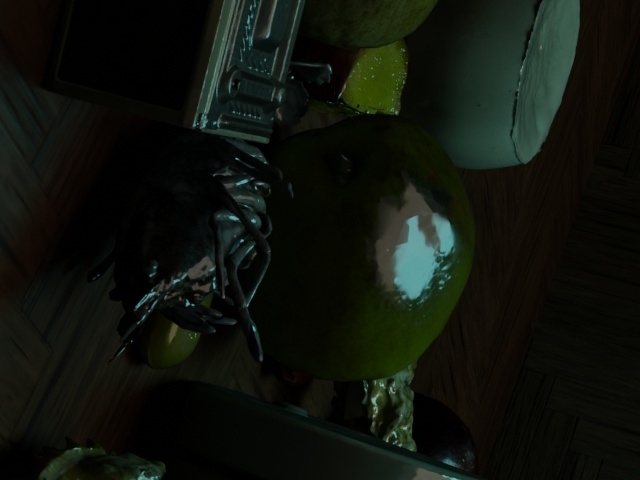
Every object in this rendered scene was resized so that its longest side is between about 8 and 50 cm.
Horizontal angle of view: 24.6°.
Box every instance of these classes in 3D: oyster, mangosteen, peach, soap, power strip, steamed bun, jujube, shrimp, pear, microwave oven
[{"bbox_3d":[0.087,0.109,1.874,0.238,0.114,0.351,121,-28,-69],"label":"oyster"},{"bbox_3d":[0.089,0.318,2.080,0.261,0.235,0.236,24,80,-33],"label":"mangosteen"},{"bbox_3d":[0.028,-0.183,1.618,0.172,0.092,0.127,-30,129,-50],"label":"peach"},{"bbox_3d":[-0.133,0.057,1.406,0.089,0.045,0.140,18,88,-69],"label":"soap"},{"bbox_3d":[0.007,0.268,1.501,0.357,0.357,0.161,36,73,-71],"label":"power strip"},{"bbox_3d":[0.200,-0.253,1.883,0.324,0.206,0.324,15,90,-70],"label":"steamed bun"},{"bbox_3d":[-0.013,0.134,1.791,0.129,0.077,0.077,-40,142,-53],"label":"jujube"},{"bbox_3d":[-0.090,-0.036,1.285,0.221,0.166,0.411,-44,-152,41],"label":"shrimp"},{"bbox_3d":[0.032,0.010,1.529,0.321,0.269,0.269,88,24,-52],"label":"pear"},{"bbox_3d":[0.018,-0.283,1.325,0.211,0.188,0.229,-46,-120,63],"label":"pear"},{"bbox_3d":[-0.090,-0.209,1.153,0.194,0.145,0.241,3,102,-69],"label":"microwave oven"}]

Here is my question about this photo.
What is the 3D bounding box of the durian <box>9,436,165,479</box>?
[{"bbox_3d":[-0.195,0.264,1.200,0.306,0.166,0.172,-52,156,-70],"label":"durian"}]
